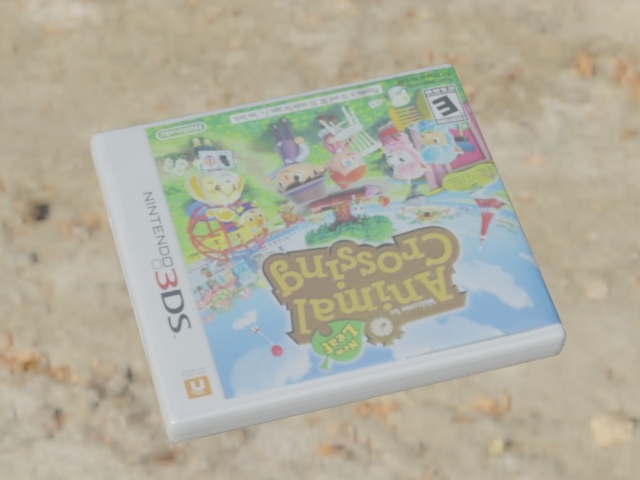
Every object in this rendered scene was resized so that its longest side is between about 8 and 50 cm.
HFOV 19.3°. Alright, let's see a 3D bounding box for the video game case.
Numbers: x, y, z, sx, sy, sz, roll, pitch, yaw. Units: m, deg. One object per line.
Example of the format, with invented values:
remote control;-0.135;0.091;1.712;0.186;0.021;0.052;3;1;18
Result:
video game case;0.000;0.000;1.007;0.212;0.023;0.193;-12;56;-11
